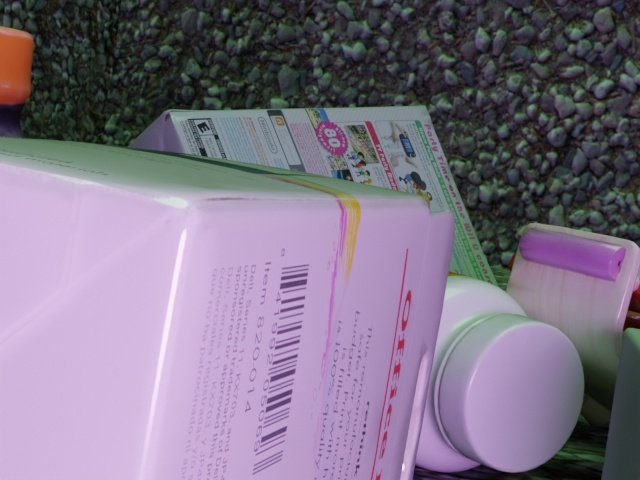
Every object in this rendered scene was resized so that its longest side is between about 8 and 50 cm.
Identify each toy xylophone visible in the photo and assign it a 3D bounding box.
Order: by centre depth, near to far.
[{"bbox_3d":[0.245,0.093,1.184,0.236,0.081,0.323,17,-15,47],"label":"toy xylophone"}]

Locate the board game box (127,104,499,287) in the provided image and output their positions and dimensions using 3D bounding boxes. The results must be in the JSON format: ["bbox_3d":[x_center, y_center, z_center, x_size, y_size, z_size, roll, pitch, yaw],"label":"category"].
[{"bbox_3d":[0.000,0.000,1.360,0.303,0.224,0.097,-5,-22,-42],"label":"board game box"}]

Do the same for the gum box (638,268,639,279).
[{"bbox_3d":[0.255,0.084,1.329,0.107,0.062,0.188,-23,-41,35],"label":"gum box"}]

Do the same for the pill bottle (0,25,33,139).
[{"bbox_3d":[-0.171,0.032,0.621,0.130,0.245,0.130,8,4,-1],"label":"pill bottle"}]

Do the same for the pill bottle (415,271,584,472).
[{"bbox_3d":[0.068,0.086,1.119,0.136,0.136,0.246,5,5,-33],"label":"pill bottle"}]

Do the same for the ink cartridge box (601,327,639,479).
[{"bbox_3d":[0.322,0.143,0.870,0.308,0.129,0.223,8,4,5],"label":"ink cartridge box"}]

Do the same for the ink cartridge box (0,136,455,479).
[{"bbox_3d":[-0.052,0.075,0.528,0.119,0.207,0.353,10,3,15],"label":"ink cartridge box"}]
